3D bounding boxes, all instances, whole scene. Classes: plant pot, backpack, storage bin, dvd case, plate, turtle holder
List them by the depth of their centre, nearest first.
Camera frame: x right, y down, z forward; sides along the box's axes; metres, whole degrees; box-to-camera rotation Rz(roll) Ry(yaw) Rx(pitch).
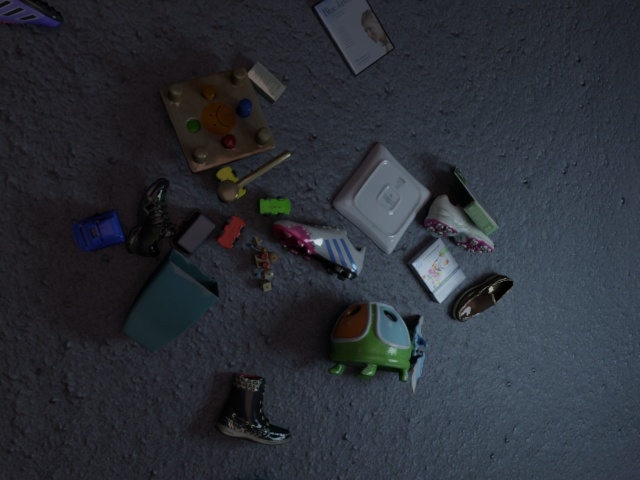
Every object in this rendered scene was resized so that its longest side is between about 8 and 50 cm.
[{"bbox_3d":[-0.591,-0.025,1.306,0.120,0.101,0.097,-18,92,-16],"label":"backpack"},{"bbox_3d":[-0.419,0.173,1.348,0.165,0.166,0.234,41,89,-18],"label":"plant pot"},{"bbox_3d":[-0.361,-0.025,1.399,0.098,0.091,0.135,42,77,-18],"label":"storage bin"},{"bbox_3d":[0.188,0.319,1.550,0.321,0.243,0.227,10,72,-13],"label":"turtle holder"},{"bbox_3d":[0.110,-0.684,1.590,0.180,0.022,0.253,-39,105,-15],"label":"dvd case"},{"bbox_3d":[0.219,-0.139,1.644,0.277,0.045,0.278,40,78,-17],"label":"plate"}]

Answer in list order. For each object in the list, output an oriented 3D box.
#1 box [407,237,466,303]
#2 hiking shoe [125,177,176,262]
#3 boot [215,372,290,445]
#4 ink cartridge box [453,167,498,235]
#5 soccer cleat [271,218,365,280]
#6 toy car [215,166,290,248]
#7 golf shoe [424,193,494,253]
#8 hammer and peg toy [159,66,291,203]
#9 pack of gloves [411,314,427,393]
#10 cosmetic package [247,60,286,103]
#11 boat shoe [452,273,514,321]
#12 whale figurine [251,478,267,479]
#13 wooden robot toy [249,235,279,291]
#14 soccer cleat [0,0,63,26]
[{"bbox_3d":[0.409,0.104,1.731,0.145,0.038,0.186,-40,104,-15],"label":"box"},{"bbox_3d":[-0.445,-0.057,1.361,0.114,0.086,0.226,21,94,-8],"label":"hiking shoe"},{"bbox_3d":[-0.181,0.511,1.495,0.237,0.085,0.178,19,83,-20],"label":"boot"},{"bbox_3d":[0.517,-0.137,1.699,0.056,0.171,0.235,-40,90,22],"label":"ink cartridge box"},{"bbox_3d":[0.000,0.000,1.540,0.331,0.116,0.143,33,68,-23],"label":"soccer cleat"},{"bbox_3d":[-0.203,-0.098,1.477,0.225,0.053,0.238,-2,94,-22],"label":"toy car"},{"bbox_3d":[0.501,-0.054,1.724,0.306,0.115,0.140,27,68,-27],"label":"golf shoe"},{"bbox_3d":[-0.258,-0.289,1.381,0.266,0.127,0.361,-23,89,-19],"label":"hammer and peg toy"},{"bbox_3d":[0.337,0.369,1.625,0.046,0.232,0.194,0,96,18],"label":"pack of gloves"},{"bbox_3d":[-0.167,-0.472,1.481,0.115,0.041,0.060,41,78,-18],"label":"cosmetic package"},{"bbox_3d":[0.587,0.204,1.773,0.257,0.095,0.095,-37,104,-16],"label":"boat shoe"},{"bbox_3d":[-0.180,0.835,1.502,0.216,0.141,0.272,-35,128,-16],"label":"whale figurine"},{"bbox_3d":[-0.156,0.064,1.496,0.079,0.076,0.173,-15,98,-31],"label":"wooden robot toy"},{"bbox_3d":[-0.807,-0.581,1.207,0.318,0.108,0.116,17,106,-23],"label":"soccer cleat"}]
